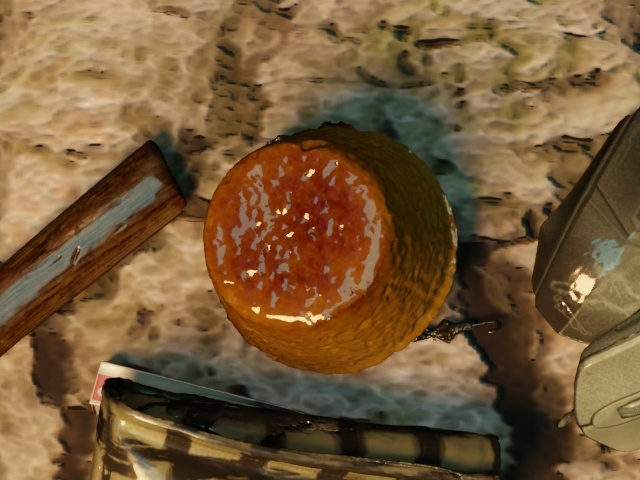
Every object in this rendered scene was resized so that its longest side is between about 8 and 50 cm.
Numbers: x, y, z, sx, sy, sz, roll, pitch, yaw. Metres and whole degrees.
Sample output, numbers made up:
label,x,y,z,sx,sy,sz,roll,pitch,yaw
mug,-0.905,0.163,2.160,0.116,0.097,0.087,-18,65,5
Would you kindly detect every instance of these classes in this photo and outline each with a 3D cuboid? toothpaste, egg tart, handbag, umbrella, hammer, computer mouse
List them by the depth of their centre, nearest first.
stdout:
label,x,y,z,sx,sy,sz,roll,pitch,yaw
handbag,-0.041,0.292,1.517,0.327,0.162,0.325,9,95,-6
egg tart,0.000,0.000,1.551,0.215,0.171,0.215,-1,83,11
computer mouse,0.299,0.098,1.573,0.229,0.068,0.113,-35,119,-6
hammer,-0.275,0.072,1.596,0.409,0.095,0.242,-40,85,-10
toothpaste,-0.095,0.147,1.601,0.196,0.040,0.047,14,81,2
computer mouse,0.266,-0.015,1.605,0.126,0.071,0.231,37,84,4
umbrella,0.080,0.080,1.622,0.149,0.022,0.022,-6,120,7
